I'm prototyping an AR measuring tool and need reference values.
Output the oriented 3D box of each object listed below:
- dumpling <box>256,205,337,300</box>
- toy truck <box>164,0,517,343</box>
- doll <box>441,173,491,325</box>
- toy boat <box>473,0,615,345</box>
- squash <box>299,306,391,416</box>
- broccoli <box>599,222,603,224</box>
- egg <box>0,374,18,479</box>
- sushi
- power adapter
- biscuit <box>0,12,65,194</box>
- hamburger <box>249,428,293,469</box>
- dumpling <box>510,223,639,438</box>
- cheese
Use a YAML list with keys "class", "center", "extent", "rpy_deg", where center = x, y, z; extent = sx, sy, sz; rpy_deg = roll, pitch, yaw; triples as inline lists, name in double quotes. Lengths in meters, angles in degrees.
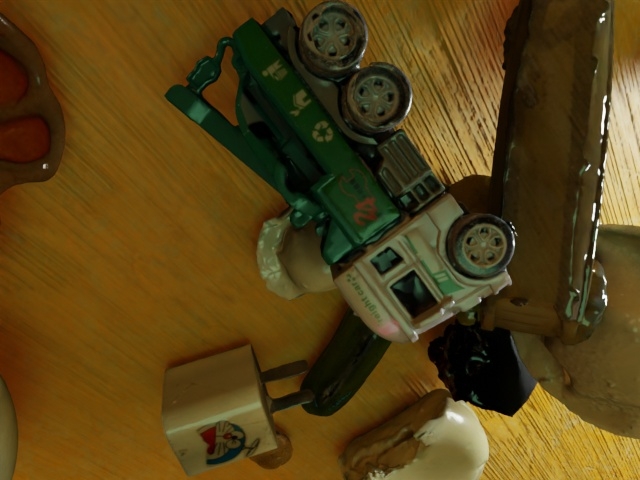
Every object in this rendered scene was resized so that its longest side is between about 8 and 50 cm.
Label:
- class: "dumpling"
  center: [0.000, 0.000, 0.611]
  extent: [0.188, 0.108, 0.127]
  rpy_deg: [-25, 98, 15]
- class: "toy truck"
  center: [0.026, -0.069, 0.486]
  extent: [0.178, 0.176, 0.363]
  rpy_deg: [-40, 95, 4]
- class: "doll"
  center: [0.221, 0.013, 0.646]
  extent: [0.137, 0.097, 0.210]
  rpy_deg: [-9, 92, 3]
- class: "toy boat"
  center: [0.266, -0.102, 0.539]
  extent: [0.135, 0.162, 0.446]
  rpy_deg: [6, 97, 26]
- class: "squash"
  center: [0.062, 0.145, 0.719]
  extent: [0.087, 0.087, 0.332]
  rpy_deg: [18, 111, -24]
- class: "broccoli"
  center: [0.457, 0.087, 0.744]
  extent: [0.361, 0.221, 0.252]
  rpy_deg: [13, 108, -11]
- class: "egg"
  center: [-0.473, 0.225, 0.489]
  extent: [0.278, 0.278, 0.336]
  rpy_deg: [14, 117, -23]
- class: "sushi"
  center: [0.258, 0.182, 0.757]
  extent: [0.153, 0.150, 0.172]
  rpy_deg: [29, 68, -17]
- class: "power adapter"
  center: [-0.110, 0.233, 0.691]
  extent: [0.204, 0.125, 0.130]
  rpy_deg: [-17, 121, -6]
- class: "biscuit"
  center: [-0.389, -0.074, 0.366]
  extent: [0.359, 0.074, 0.381]
  rpy_deg: [-40, 140, -26]
- class: "hamburger"
  center: [-0.087, 0.360, 0.819]
  extent: [0.076, 0.044, 0.083]
  rpy_deg: [-37, 119, 5]
- class: "dumpling"
  center: [0.354, 0.113, 0.613]
  extent: [0.175, 0.226, 0.243]
  rpy_deg: [28, 79, -51]
- class: "cheese"
  center: [0.173, 0.390, 0.863]
  extent: [0.266, 0.127, 0.233]
  rpy_deg: [-40, 121, 7]
